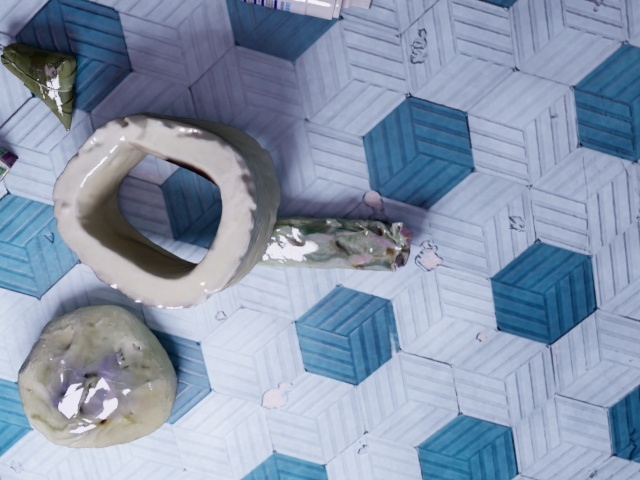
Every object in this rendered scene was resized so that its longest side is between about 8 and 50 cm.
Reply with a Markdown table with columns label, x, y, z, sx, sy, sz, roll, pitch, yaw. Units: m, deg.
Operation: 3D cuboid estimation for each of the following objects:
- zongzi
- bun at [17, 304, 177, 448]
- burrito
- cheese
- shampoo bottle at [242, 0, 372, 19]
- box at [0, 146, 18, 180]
| label | x | y | z | sx | sy | sz | roll | pitch | yaw |
| --- | --- | --- | --- | --- | --- | --- | --- | --- | --- |
| zongzi | -0.474 | -0.251 | 1.478 | 0.154 | 0.062 | 0.130 | 13 | 119 | 4 |
| bun | -0.388 | 0.249 | 1.573 | 0.273 | 0.168 | 0.273 | -2 | 106 | -6 |
| burrito | 0.000 | 0.002 | 1.532 | 0.309 | 0.066 | 0.096 | 0 | 110 | 5 |
| cheese | -0.244 | -0.060 | 1.450 | 0.332 | 0.153 | 0.292 | 23 | 103 | 9 |
| shampoo bottle | -0.067 | -0.401 | 1.393 | 0.303 | 0.092 | 0.092 | 12 | 107 | -1 |
| box | -0.589 | -0.069 | 1.537 | 0.041 | 0.050 | 0.207 | 41 | 105 | -12 |
